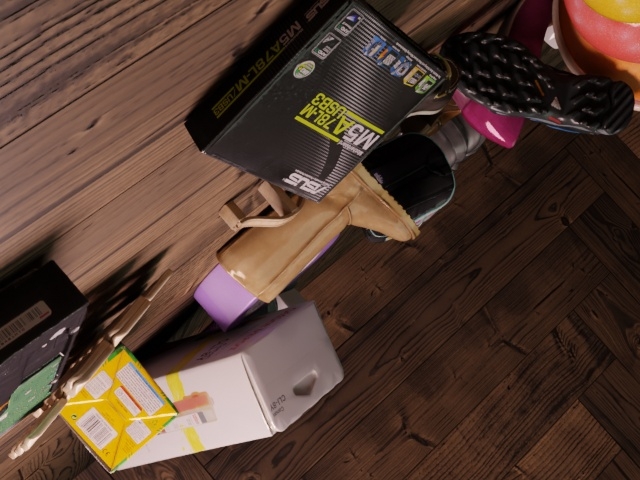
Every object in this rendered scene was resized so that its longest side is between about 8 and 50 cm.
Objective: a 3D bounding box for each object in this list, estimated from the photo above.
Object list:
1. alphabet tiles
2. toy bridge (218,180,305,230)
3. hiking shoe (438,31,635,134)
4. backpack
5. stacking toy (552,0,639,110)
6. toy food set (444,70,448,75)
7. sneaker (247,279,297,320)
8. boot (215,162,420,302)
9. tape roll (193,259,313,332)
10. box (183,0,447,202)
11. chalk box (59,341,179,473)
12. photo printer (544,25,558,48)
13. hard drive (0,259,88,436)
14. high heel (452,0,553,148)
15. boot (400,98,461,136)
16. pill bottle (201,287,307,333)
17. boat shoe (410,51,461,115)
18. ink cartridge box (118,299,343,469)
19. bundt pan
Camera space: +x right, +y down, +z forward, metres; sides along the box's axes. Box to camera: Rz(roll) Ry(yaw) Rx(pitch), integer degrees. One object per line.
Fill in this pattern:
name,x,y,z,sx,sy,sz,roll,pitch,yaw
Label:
alphabet tiles,-0.293,0.152,1.217,0.278,0.021,0.284,-54,-170,-28
toy bridge,-0.057,-0.056,1.322,0.188,0.063,0.026,-35,172,-47
hiking shoe,0.317,-0.225,1.476,0.132,0.304,0.113,165,-54,-87
backpack,0.138,-0.099,1.723,0.188,0.166,0.144,-29,173,-2
stacking toy,0.456,-0.389,1.324,0.350,0.351,0.480,-43,160,15
toy food set,0.031,-0.172,1.049,0.128,0.071,0.218,-15,-169,39
sneaker,-0.149,0.117,1.998,0.130,0.109,0.286,-27,162,-29
boot,0.000,0.000,1.568,0.269,0.236,0.089,-44,-148,4
tape roll,-0.096,0.044,1.739,0.274,0.090,0.275,-40,176,-4
box,0.002,-0.128,0.876,0.184,0.045,0.190,-45,149,15
chalk box,-0.310,0.240,1.450,0.132,0.132,0.213,-41,-171,-12
photo printer,0.573,-0.517,1.852,0.307,0.107,0.256,-45,174,39
hard drive,-0.355,0.160,0.936,0.237,0.064,0.339,-38,173,-30
high heel,0.366,-0.312,1.624,0.377,0.181,0.127,-40,175,-17
boot,0.234,-0.253,1.796,0.197,0.073,0.152,-30,176,13
pill bottle,-0.175,0.243,2.291,0.323,0.181,0.181,-43,175,17
boat shoe,0.141,-0.218,1.321,0.068,0.081,0.227,-40,174,38
ink cartridge box,-0.192,0.264,1.784,0.384,0.161,0.279,-18,-173,31
bundt pan,0.231,-0.182,2.058,0.331,0.124,0.331,-41,176,-4
